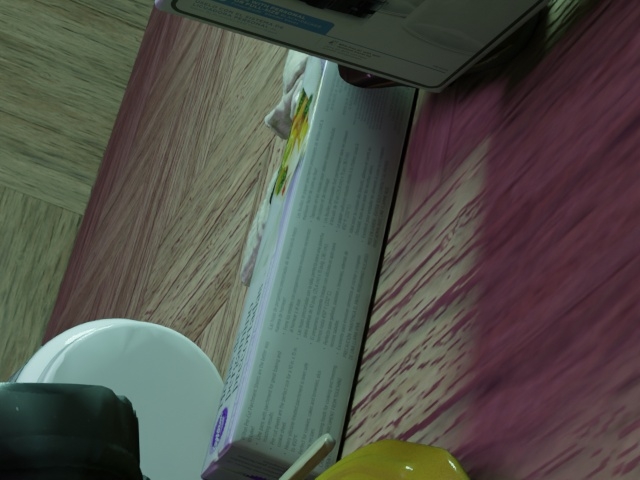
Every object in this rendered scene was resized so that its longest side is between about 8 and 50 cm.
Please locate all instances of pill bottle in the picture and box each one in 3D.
[{"bbox_3d":[-0.165,0.146,1.227,0.283,0.161,0.161,148,141,-69],"label":"pill bottle"}]

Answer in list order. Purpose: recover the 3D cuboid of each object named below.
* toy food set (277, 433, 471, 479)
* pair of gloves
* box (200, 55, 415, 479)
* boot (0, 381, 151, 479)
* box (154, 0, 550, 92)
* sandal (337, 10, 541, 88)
[{"bbox_3d":[0.015,0.153,0.688,0.128,0.071,0.218,-47,10,-13],"label":"toy food set"},{"bbox_3d":[-0.009,-0.103,1.245,0.204,0.042,0.240,131,157,-58],"label":"pair of gloves"},{"bbox_3d":[0.000,0.000,0.980,0.063,0.067,0.324,128,158,-56],"label":"box"},{"bbox_3d":[-0.135,0.336,0.787,0.367,0.146,0.445,85,179,-67],"label":"boot"},{"bbox_3d":[0.055,-0.182,0.708,0.290,0.169,0.087,-37,44,55],"label":"box"},{"bbox_3d":[0.070,-0.126,0.923,0.219,0.060,0.090,7,82,63],"label":"sandal"}]
